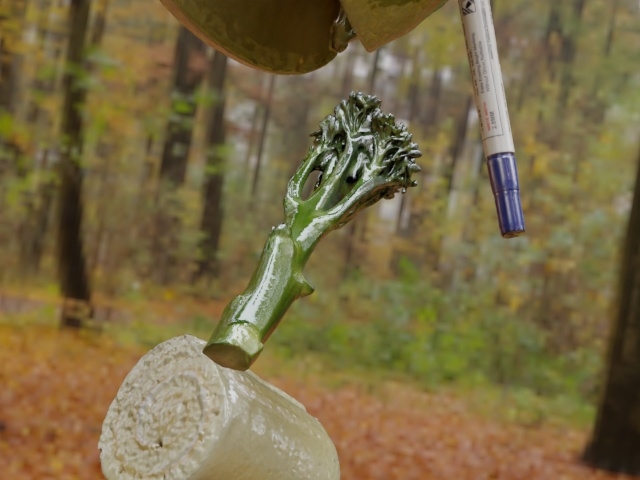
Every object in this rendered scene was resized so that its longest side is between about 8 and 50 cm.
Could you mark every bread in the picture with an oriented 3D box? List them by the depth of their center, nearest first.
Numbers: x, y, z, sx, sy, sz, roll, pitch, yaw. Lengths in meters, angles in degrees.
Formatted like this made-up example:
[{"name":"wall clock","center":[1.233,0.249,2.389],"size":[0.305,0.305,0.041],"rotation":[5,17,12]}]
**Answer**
[{"name":"bread","center":[-0.079,0.167,1.392],"size":[0.141,0.134,0.148],"rotation":[37,20,-37]}]

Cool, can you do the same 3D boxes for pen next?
[{"name":"pen","center":[0.128,-0.102,1.348],"size":[0.025,0.204,0.025],"rotation":[-8,-11,-1]}]

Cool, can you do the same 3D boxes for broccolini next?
[{"name":"broccolini","center":[0.000,0.002,0.911],"size":[0.058,0.216,0.067],"rotation":[42,-54,-13]}]

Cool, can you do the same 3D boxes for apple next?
[{"name":"apple","center":[-0.011,-0.270,1.410],"size":[0.292,0.254,0.292],"rotation":[-24,15,7]}]
